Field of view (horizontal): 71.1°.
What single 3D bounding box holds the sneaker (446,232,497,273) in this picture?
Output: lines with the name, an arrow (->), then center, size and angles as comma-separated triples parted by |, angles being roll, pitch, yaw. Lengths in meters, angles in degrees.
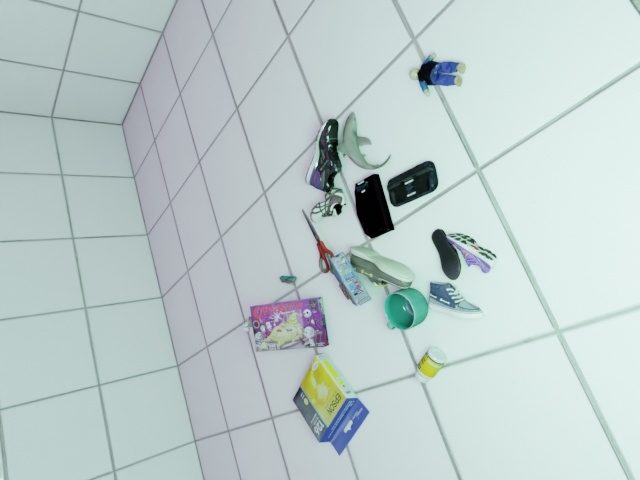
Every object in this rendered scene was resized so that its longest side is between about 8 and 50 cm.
sneaker -> 0.437, 0.038, 1.329 | 0.170, 0.068, 0.071 | 45, 132, 37

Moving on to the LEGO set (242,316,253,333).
LEGO set -> -0.209, 0.396, 2.073 | 0.287, 0.132, 0.107 | -4, 110, 24

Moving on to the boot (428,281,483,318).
boot -> 0.408, 0.179, 1.367 | 0.190, 0.069, 0.085 | 8, 102, 50

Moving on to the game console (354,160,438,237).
game console -> 0.255, -0.148, 1.539 | 0.361, 0.044, 0.213 | -24, 77, 48

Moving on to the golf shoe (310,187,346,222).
golf shoe -> 0.030, -0.118, 1.772 | 0.198, 0.077, 0.093 | -50, 57, 40

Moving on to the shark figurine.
shark figurine -> 0.122, -0.319, 1.625 | 0.166, 0.116, 0.278 | -55, 52, 38

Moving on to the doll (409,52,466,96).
doll -> 0.352, -0.513, 1.392 | 0.189, 0.046, 0.128 | 25, 111, 45

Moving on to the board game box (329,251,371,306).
board game box -> 0.110, 0.168, 1.636 | 0.194, 0.060, 0.194 | 57, 169, 27

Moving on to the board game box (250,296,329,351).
board game box -> -0.139, 0.365, 1.929 | 0.347, 0.056, 0.208 | -11, 80, 25

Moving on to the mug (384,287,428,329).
mug -> 0.282, 0.224, 1.489 | 0.158, 0.098, 0.129 | -20, 86, 52

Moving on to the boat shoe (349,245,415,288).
boat shoe -> 0.208, 0.106, 1.567 | 0.305, 0.109, 0.091 | 29, 115, 50

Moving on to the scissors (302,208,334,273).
scissors -> 0.000, 0.000, 1.824 | 0.109, 0.021, 0.296 | -17, 90, 54

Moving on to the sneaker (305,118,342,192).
sneaker -> 0.044, -0.325, 1.742 | 0.124, 0.107, 0.283 | 31, 120, 27

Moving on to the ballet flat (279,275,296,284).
ballet flat -> -0.140, 0.181, 2.027 | 0.114, 0.041, 0.041 | 0, 93, 49

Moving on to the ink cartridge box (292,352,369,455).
ink cartridge box -> 0.028, 0.682, 1.849 | 0.307, 0.072, 0.303 | 49, 127, 37

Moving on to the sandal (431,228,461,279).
sandal -> 0.400, 0.041, 1.396 | 0.067, 0.040, 0.179 | -43, 47, 38

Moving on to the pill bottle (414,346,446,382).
pill bottle -> 0.354, 0.407, 1.453 | 0.065, 0.065, 0.116 | 47, 126, 36
